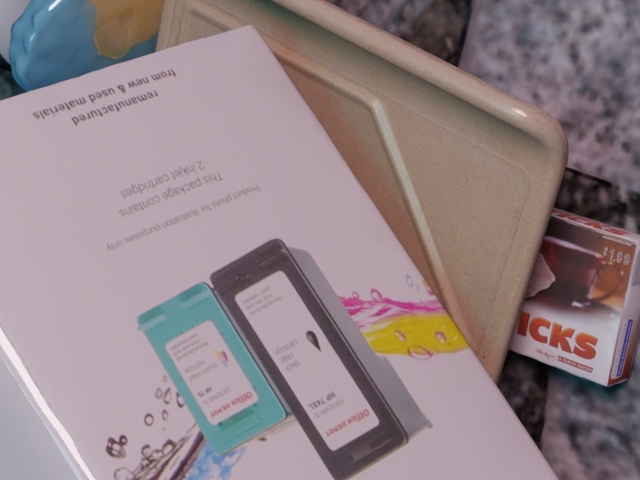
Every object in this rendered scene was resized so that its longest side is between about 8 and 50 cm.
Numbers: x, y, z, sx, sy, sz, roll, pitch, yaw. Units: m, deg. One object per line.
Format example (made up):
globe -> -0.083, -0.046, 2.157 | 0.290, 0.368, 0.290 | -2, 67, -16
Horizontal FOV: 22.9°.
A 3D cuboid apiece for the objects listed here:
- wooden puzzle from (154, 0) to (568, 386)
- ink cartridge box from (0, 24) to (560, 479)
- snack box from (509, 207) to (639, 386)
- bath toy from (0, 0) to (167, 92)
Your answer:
wooden puzzle -> 0.000, 0.000, 0.723 | 0.221, 0.044, 0.239 | 32, 128, 30
ink cartridge box -> -0.067, 0.092, 0.651 | 0.270, 0.197, 0.198 | 57, 136, 8
snack box -> 0.064, 0.006, 0.713 | 0.178, 0.022, 0.064 | 20, 108, 36
bath toy -> -0.201, -0.192, 0.834 | 0.348, 0.129, 0.151 | 43, 131, 30
